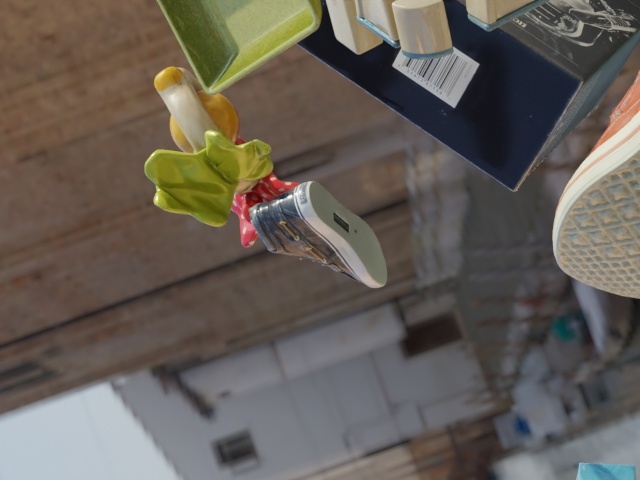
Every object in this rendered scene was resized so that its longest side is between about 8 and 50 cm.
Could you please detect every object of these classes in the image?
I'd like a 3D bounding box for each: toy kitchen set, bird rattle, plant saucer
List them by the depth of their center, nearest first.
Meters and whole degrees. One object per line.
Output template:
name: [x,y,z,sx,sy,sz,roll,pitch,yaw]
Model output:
plant saucer: [-0.084,-0.255,1.612,0.188,0.045,0.188,-26,93,49]
toy kitchen set: [0.122,-0.263,1.844,0.207,0.166,0.122,44,157,47]
bird rattle: [-0.108,-0.111,1.975,0.207,0.143,0.253,60,-164,9]

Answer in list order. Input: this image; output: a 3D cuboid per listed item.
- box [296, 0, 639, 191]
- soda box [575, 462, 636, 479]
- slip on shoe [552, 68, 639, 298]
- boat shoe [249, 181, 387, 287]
box: [0.199,-0.272,2.160,0.343,0.179,0.312,35,-147,9]
soda box: [0.346,0.378,2.067,0.067,0.071,0.210,85,-172,-62]
slip on shoe: [0.235,-0.075,1.052,0.331,0.123,0.101,108,-178,-50]
boat shoe: [0.000,0.000,1.912,0.183,0.083,0.065,46,-143,-42]
